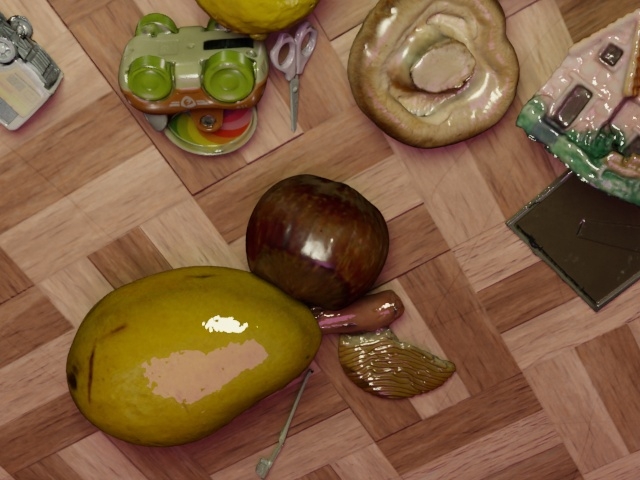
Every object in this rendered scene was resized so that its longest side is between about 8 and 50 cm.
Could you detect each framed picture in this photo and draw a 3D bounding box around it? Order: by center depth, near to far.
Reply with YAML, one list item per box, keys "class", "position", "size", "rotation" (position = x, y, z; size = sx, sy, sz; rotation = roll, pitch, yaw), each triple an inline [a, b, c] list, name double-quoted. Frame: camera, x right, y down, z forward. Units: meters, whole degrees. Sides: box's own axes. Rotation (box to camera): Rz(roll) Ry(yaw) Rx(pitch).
- class: "framed picture"
  position: [0.495, -0.012, 1.529]
  size: [0.209, 0.019, 0.281]
  rotation: [-41, 115, 17]

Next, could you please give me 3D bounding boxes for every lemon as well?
- class: "lemon"
  position: [-0.087, -0.412, 1.133]
  size: [0.236, 0.236, 0.263]
  rotation: [13, 121, -11]

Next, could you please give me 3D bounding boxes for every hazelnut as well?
- class: "hazelnut"
  position: [0.000, 0.000, 1.392]
  size: [0.234, 0.218, 0.218]
  rotation: [29, 114, -19]

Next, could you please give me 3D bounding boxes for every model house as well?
- class: "model house"
  position: [0.460, -0.210, 1.255]
  size: [0.237, 0.202, 0.237]
  rotation: [45, 119, 22]

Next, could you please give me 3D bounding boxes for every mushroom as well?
- class: "mushroom"
  position: [0.175, -0.269, 1.287]
  size: [0.278, 0.146, 0.278]
  rotation: [-5, 114, -11]

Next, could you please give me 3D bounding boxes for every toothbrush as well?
- class: "toothbrush"
  position: [-0.069, 0.370, 1.698]
  size: [0.028, 0.026, 0.294]
  rotation: [26, 116, -1]

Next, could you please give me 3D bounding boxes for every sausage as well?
- class: "sausage"
  position: [0.004, 0.149, 1.551]
  size: [0.304, 0.078, 0.078]
  rotation: [-13, 120, 7]

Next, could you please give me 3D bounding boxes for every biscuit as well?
- class: "biscuit"
  position: [0.149, 0.235, 1.635]
  size: [0.228, 0.031, 0.176]
  rotation: [-4, 121, -2]

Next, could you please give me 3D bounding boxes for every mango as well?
- class: "mango"
  position: [-0.216, 0.195, 1.456]
  size: [0.445, 0.220, 0.301]
  rotation: [-10, 92, 11]

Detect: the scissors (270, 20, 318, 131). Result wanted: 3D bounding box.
- class: "scissors"
  position: [-0.041, -0.250, 1.335]
  size: [0.100, 0.015, 0.189]
  rotation: [-36, 146, -34]

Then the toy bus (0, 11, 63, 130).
- class: "toy bus"
  position: [-0.538, -0.316, 1.234]
  size: [0.138, 0.097, 0.342]
  rotation: [-38, 117, 24]

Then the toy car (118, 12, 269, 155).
- class: "toy car"
  position: [-0.187, -0.221, 1.302]
  size: [0.235, 0.145, 0.235]
  rotation: [-2, 136, -2]
